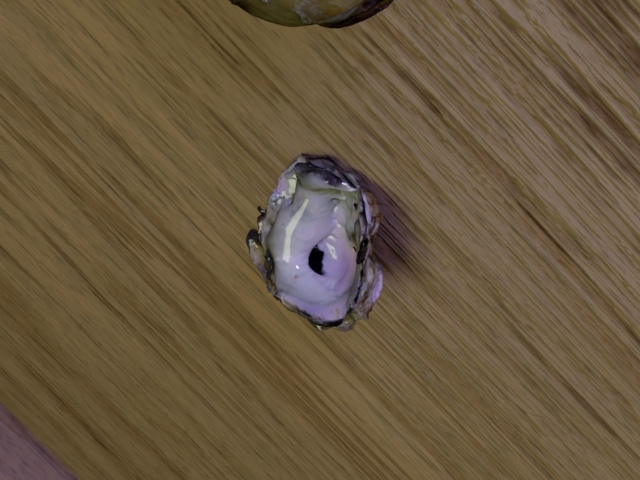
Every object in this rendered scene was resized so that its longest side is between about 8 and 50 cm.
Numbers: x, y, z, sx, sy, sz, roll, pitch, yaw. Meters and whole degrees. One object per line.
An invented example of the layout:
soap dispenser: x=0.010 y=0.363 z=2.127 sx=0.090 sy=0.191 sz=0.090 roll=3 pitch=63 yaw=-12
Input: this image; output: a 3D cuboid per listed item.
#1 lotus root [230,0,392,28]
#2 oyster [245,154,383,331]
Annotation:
lotus root: x=-0.048 y=-0.243 z=1.027 sx=0.154 sy=0.154 sz=0.278 roll=2 pitch=130 yaw=58
oyster: x=0.000 y=0.000 z=1.499 sx=0.191 sy=0.081 sz=0.163 roll=15 pitch=118 yaw=46
